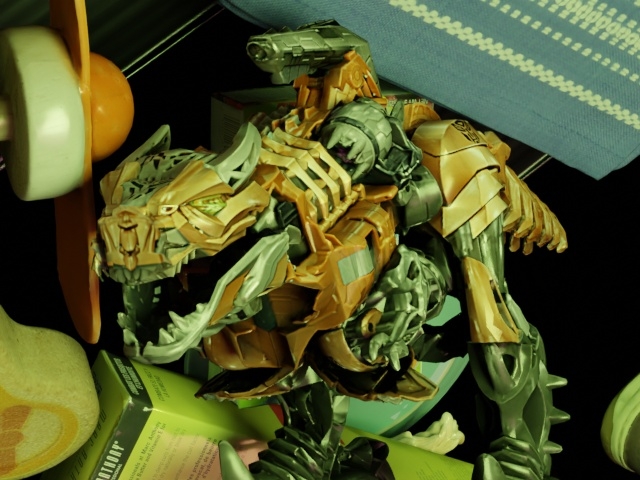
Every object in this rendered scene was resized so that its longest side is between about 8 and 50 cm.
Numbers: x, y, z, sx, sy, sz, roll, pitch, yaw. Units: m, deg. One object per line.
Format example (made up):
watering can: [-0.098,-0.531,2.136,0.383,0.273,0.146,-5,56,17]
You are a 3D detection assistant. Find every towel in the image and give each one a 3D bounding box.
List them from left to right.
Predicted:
towel: [0.141,-0.168,0.741,0.243,0.040,0.336,20,129,-34]

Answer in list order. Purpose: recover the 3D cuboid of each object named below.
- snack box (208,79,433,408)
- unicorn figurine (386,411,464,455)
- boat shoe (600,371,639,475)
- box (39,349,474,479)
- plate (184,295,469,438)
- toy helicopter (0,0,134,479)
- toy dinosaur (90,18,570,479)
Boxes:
snack box: [0.000,0.000,0.852,0.100,0.037,0.141,-6,107,-27]
unicorn figurine: [0.033,0.161,0.997,0.111,0.060,0.162,-21,122,-19]
boat shoe: [0.270,0.071,1.095,0.223,0.073,0.080,-38,134,-10]
box: [-0.014,0.130,0.897,0.232,0.058,0.087,19,106,-25]
plate: [0.018,0.046,0.931,0.188,0.024,0.188,-18,128,-25]
toy helicopter: [-0.157,-0.001,0.693,0.235,0.140,0.355,-26,148,1]
toy dinosaur: [0.032,0.019,0.750,0.322,0.164,0.218,-8,96,-38]
